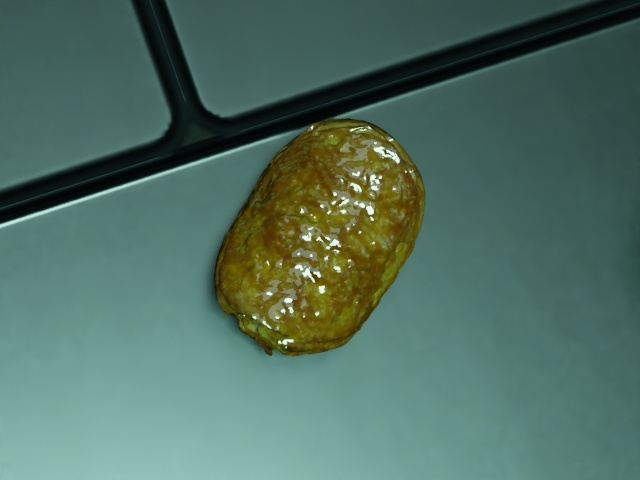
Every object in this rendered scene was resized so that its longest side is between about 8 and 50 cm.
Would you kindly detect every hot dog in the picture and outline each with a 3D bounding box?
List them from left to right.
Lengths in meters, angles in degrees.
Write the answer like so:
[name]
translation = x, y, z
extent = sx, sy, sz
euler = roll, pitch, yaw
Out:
[hot dog]
translation = 0.000, 0.000, 0.652
extent = 0.058, 0.035, 0.083
euler = 33, 77, -2
